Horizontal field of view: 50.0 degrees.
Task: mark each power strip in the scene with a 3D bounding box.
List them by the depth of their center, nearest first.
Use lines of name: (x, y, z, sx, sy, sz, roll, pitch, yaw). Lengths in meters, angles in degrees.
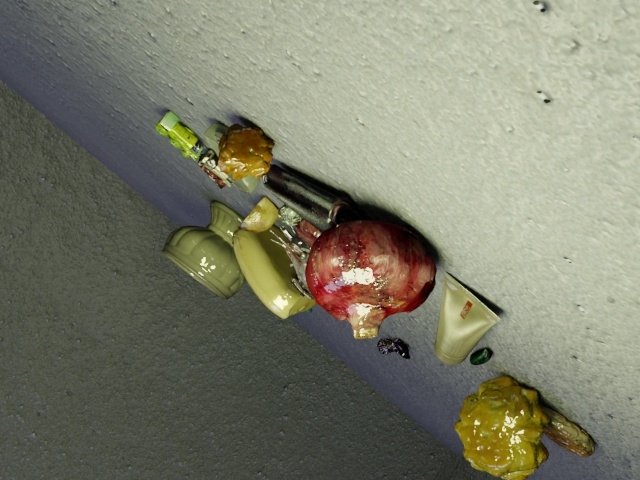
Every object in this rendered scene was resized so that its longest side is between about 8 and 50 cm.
power strip: (-0.194, -0.179, 1.575, 0.080, 0.048, 0.286, 36, 168, 16)

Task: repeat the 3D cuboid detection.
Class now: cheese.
cheese: (-0.127, 0.069, 1.944, 0.316, 0.128, 0.259, 50, -161, 18)

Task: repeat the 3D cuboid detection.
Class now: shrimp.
shrimp: (-0.012, 0.074, 1.838, 0.116, 0.145, 0.343, -30, 108, 33)

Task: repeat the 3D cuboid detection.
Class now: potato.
potato: (-0.157, -0.054, 1.804, 0.066, 0.103, 0.096, 39, 169, 5)

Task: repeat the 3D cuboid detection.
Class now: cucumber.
cucumber: (0.390, 0.289, 1.685, 0.033, 0.036, 0.184, 26, 168, 5)

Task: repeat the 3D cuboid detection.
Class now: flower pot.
flower pot: (-0.345, 0.027, 2.297, 0.307, 0.244, 0.307, 36, 169, 8)

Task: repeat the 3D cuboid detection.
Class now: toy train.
toy train: (-0.307, -0.222, 1.725, 0.249, 0.053, 0.085, 42, 161, -23)

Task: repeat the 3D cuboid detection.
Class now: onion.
onion: (0.086, 0.076, 1.275, 0.252, 0.219, 0.252, 4, 162, 1)

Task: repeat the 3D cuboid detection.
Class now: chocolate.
chocolate: (0.251, 0.355, 2.287, 0.072, 0.070, 0.147, 52, 154, -16)

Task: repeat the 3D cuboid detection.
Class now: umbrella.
umbrella: (-0.066, -0.064, 1.612, 0.067, 0.062, 0.143, 2, 177, -1)

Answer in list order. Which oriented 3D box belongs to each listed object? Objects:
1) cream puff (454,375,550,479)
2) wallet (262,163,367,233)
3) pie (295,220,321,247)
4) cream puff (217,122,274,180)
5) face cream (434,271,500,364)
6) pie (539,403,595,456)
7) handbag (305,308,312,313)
cream puff: (0.452, 0.465, 1.687, 0.196, 0.244, 0.244, 46, 165, -34)
wallet: (0.012, -0.047, 1.454, 0.221, 0.071, 0.262, 26, 170, 38)
pie: (0.000, 0.000, 1.713, 0.154, 0.036, 0.154, 35, 167, 9)
cream puff: (-0.151, -0.170, 1.342, 0.122, 0.116, 0.094, 52, 155, 2)
face cream: (0.300, 0.179, 1.464, 0.137, 0.084, 0.341, 43, 163, 21)
pie: (0.615, 0.487, 1.758, 0.195, 0.046, 0.195, 37, 169, 8)
handbag: (-0.143, 0.139, 2.466, 0.274, 0.100, 0.269, 26, 164, 39)
